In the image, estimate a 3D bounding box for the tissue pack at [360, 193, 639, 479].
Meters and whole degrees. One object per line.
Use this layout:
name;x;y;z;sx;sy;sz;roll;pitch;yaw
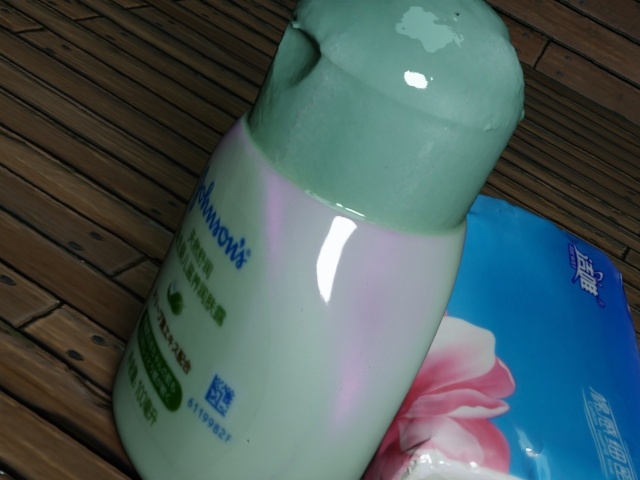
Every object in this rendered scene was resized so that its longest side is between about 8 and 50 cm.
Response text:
tissue pack;0.133;0.105;0.884;0.209;0.137;0.270;25;36;-17

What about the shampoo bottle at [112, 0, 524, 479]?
shampoo bottle;0.000;0.000;0.767;0.151;0.349;0.222;14;27;-29
